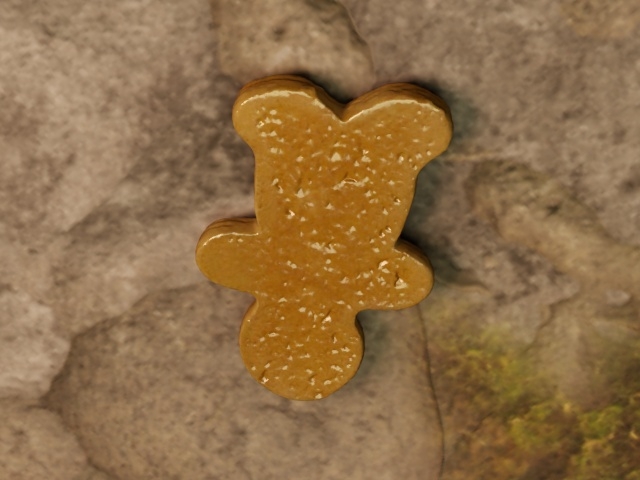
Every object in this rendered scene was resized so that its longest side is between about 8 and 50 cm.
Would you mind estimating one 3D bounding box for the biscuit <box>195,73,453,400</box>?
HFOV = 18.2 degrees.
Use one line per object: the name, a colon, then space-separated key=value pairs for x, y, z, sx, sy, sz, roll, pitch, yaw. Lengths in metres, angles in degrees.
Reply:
biscuit: x=0.000 y=-0.001 z=1.305 sx=0.158 sy=0.035 sz=0.240 roll=10 pitch=120 yaw=-3
